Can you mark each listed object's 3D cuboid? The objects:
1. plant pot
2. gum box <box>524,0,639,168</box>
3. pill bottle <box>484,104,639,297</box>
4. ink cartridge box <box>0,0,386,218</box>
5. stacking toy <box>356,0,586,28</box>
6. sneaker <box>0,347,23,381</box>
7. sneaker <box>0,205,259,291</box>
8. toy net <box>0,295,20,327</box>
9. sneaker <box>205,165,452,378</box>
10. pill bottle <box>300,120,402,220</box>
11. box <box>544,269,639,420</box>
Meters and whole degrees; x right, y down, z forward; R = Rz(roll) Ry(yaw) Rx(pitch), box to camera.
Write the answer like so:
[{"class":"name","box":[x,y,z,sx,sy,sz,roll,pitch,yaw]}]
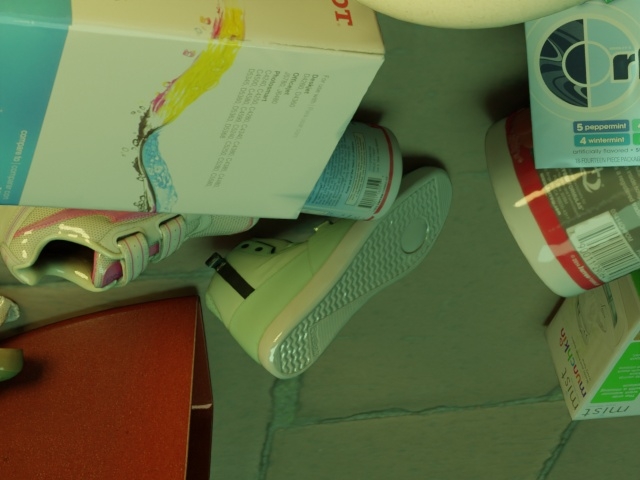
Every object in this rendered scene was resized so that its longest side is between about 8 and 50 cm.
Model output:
[{"class":"plant pot","box":[-0.242,0.232,1.554,0.236,0.267,0.267,0,147,0]},{"class":"gum box","box":[0.240,-0.147,1.154,0.157,0.041,0.184,-1,119,13]},{"class":"pill bottle","box":[0.319,-0.087,1.292,0.319,0.176,0.176,-25,145,20]},{"class":"ink cartridge box","box":[-0.125,-0.151,1.030,0.270,0.198,0.197,3,144,-21]},{"class":"stacking toy","box":[0.211,-0.271,0.912,0.351,0.350,0.480,-34,156,31]},{"class":"sneaker","box":[-0.368,0.151,1.471,0.192,0.086,0.064,-6,172,34]},{"class":"sneaker","box":[-0.173,-0.007,1.319,0.252,0.111,0.103,-6,147,-9]},{"class":"toy net","box":[-0.412,0.088,1.453,0.232,0.045,0.122,5,143,-25]},{"class":"sneaker","box":[-0.001,0.000,1.417,0.256,0.151,0.094,-44,137,-12]},{"class":"pill bottle","box":[-0.016,-0.068,1.298,0.160,0.087,0.087,7,143,-26]},{"class":"box","box":[0.413,0.084,1.641,0.262,0.126,0.231,-2,145,-16]}]
